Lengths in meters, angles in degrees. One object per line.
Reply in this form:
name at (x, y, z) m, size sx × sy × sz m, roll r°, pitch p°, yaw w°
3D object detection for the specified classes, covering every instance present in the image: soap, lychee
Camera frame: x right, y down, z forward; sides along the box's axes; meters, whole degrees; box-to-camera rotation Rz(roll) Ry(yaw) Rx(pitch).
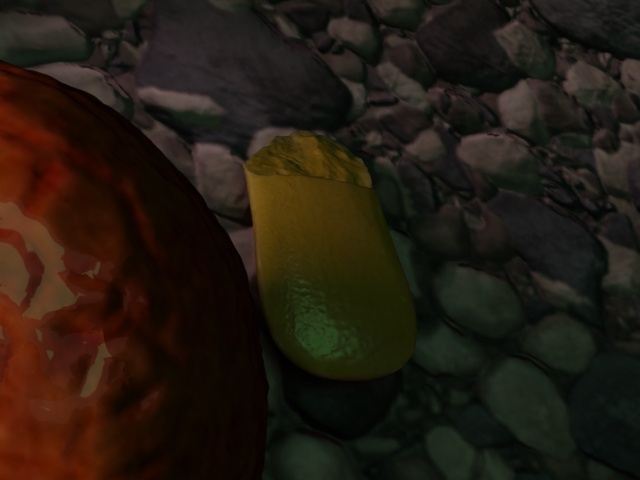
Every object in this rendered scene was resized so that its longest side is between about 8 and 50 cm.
soap at (0.000, 0.000, 0.781) m, size 0.089 × 0.033 × 0.168 m, roll 3°, pitch 55°, yaw -31°
lychee at (-0.136, 0.055, 0.523) m, size 0.255 × 0.255 × 0.300 m, roll 43°, pitch 16°, yaw 4°
